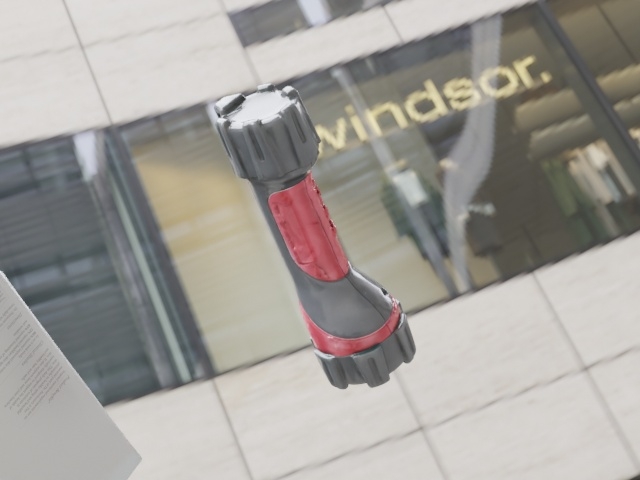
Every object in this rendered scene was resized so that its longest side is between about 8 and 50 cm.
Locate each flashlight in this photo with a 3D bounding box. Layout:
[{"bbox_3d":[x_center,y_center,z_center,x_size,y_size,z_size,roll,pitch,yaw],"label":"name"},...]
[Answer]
[{"bbox_3d":[0.000,0.000,1.237,0.103,0.103,0.304,-20,-59,4],"label":"flashlight"}]

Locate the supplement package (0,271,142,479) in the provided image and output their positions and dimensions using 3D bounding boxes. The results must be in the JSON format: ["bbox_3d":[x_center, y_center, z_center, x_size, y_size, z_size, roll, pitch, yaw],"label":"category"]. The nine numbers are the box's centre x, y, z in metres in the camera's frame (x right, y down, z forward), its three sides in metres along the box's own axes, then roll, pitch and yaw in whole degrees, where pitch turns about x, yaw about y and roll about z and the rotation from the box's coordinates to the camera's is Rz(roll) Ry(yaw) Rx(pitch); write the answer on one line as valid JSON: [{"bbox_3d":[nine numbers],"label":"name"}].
[{"bbox_3d":[-0.364,0.202,1.327,0.198,0.199,0.263,-10,-58,40],"label":"supplement package"}]
